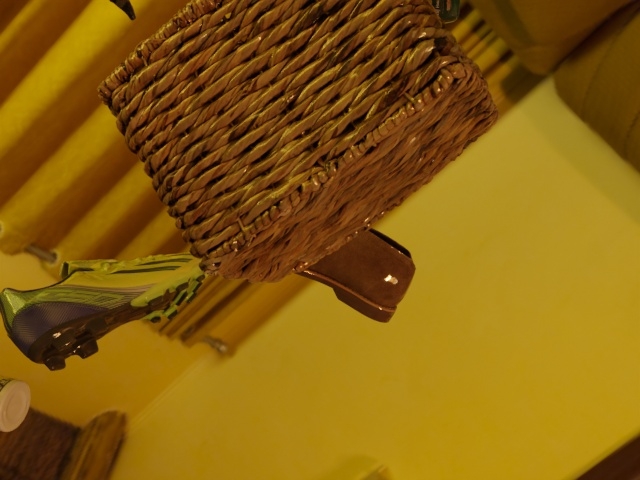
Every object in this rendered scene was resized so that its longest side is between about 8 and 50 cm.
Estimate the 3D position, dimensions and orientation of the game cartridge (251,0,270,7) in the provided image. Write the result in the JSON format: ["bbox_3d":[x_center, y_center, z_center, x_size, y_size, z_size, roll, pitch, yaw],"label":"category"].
[{"bbox_3d":[-0.037,-0.364,1.142,0.068,0.230,0.355,-23,-115,-34],"label":"game cartridge"}]

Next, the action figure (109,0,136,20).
[{"bbox_3d":[-0.476,-0.563,1.454,0.330,0.178,0.341,26,-164,2],"label":"action figure"}]

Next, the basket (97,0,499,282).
[{"bbox_3d":[-0.011,-0.127,0.747,0.223,0.299,0.213,57,-165,17],"label":"basket"}]

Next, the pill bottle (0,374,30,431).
[{"bbox_3d":[-0.425,0.193,0.959,0.116,0.065,0.065,9,-172,13],"label":"pill bottle"}]

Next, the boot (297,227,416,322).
[{"bbox_3d":[0.000,0.000,1.157,0.305,0.115,0.112,28,-160,-8],"label":"boot"}]

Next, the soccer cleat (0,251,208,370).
[{"bbox_3d":[-0.247,0.053,0.941,0.121,0.093,0.289,47,-142,15],"label":"soccer cleat"}]

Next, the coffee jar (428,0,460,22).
[{"bbox_3d":[0.121,-0.375,1.212,0.079,0.185,0.096,-113,13,-48],"label":"coffee jar"}]
